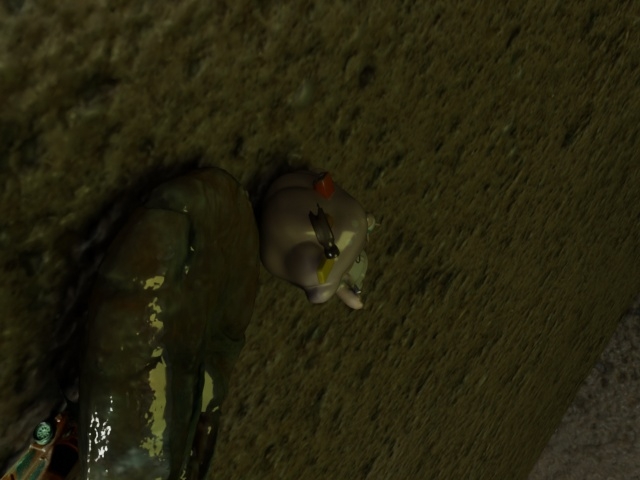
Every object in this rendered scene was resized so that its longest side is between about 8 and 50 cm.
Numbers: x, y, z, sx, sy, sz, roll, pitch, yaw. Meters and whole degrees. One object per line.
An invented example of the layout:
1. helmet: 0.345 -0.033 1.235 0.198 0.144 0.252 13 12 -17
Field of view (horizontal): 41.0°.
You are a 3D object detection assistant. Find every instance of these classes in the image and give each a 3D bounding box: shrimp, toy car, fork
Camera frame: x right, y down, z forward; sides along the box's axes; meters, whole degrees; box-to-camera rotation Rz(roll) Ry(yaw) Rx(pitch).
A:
1. shrimp: -0.137 0.154 0.750 0.221 0.109 0.446 -1 105 -68
2. toy car: -0.245 0.205 0.751 0.122 0.035 0.059 -49 146 -13
3. fork: -0.193 0.167 0.795 0.021 0.039 0.235 -31 149 -1

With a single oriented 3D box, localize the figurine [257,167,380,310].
1. figurine: 0.000 0.000 0.851 0.229 0.111 0.137 46 48 -66
